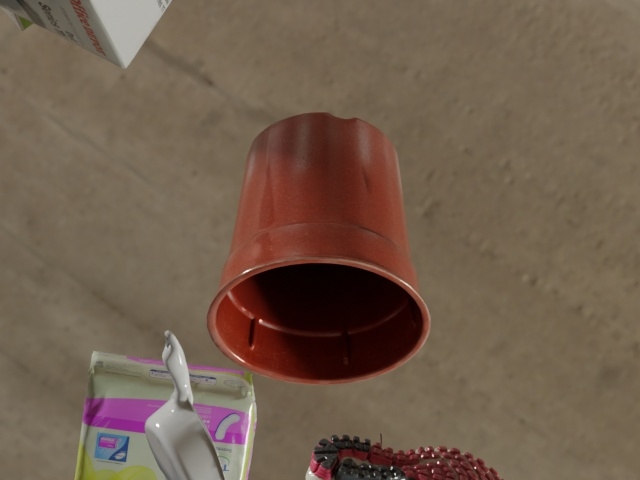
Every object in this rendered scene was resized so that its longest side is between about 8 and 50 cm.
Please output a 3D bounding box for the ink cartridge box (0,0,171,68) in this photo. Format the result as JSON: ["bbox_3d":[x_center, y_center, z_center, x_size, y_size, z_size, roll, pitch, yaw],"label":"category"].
[{"bbox_3d":[-0.231,-0.239,1.296,0.208,0.087,0.153,27,-12,12],"label":"ink cartridge box"}]

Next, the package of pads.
[{"bbox_3d":[-0.209,0.307,2.159,0.229,0.296,0.101,8,15,-6],"label":"package of pads"}]

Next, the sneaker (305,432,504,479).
[{"bbox_3d":[0.124,0.350,2.257,0.299,0.112,0.121,11,27,-6],"label":"sneaker"}]

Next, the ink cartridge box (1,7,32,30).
[{"bbox_3d":[-0.371,-0.343,2.105,0.255,0.097,0.189,49,-12,21],"label":"ink cartridge box"}]

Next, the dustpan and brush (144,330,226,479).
[{"bbox_3d":[-0.135,0.184,1.609,0.147,0.060,0.211,35,-29,53],"label":"dustpan and brush"}]

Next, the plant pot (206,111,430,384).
[{"bbox_3d":[0.000,0.000,2.056,0.272,0.265,0.272,1,-38,1],"label":"plant pot"}]
